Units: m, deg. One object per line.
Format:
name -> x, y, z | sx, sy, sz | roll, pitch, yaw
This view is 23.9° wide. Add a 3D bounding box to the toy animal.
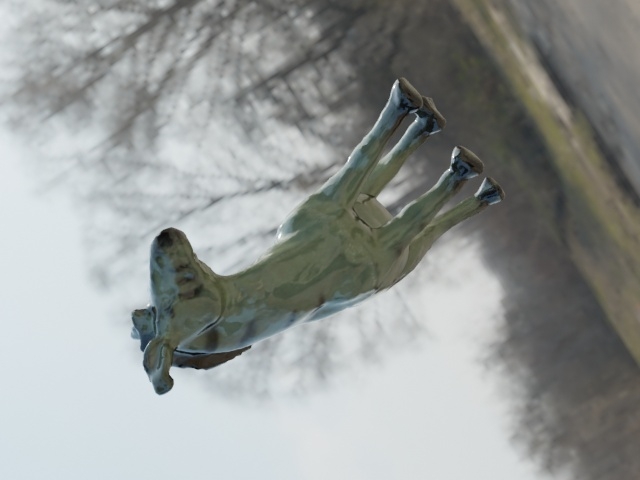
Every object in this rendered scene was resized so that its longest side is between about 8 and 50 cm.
toy animal -> 0.003, 0.004, 0.752 | 0.073, 0.176, 0.217 | 50, -170, 11
